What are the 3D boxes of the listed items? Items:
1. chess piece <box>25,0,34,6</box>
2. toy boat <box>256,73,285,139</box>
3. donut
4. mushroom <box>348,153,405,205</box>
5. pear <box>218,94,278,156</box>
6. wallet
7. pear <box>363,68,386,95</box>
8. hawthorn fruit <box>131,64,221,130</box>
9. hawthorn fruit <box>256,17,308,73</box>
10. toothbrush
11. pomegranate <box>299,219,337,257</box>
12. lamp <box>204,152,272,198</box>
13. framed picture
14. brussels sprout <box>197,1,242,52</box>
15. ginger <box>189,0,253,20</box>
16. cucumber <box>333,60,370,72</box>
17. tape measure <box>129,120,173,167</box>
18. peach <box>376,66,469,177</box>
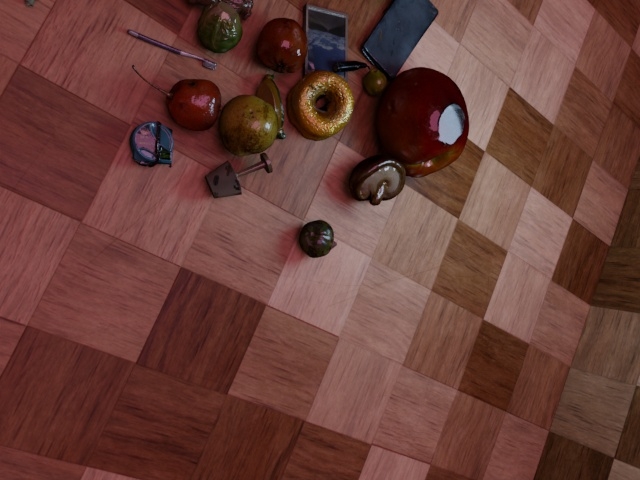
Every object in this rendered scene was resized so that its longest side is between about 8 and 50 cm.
[{"bbox_3d":[-0.803,-0.701,1.508,0.042,0.042,0.093,37,80,-24],"label":"chess piece"},{"bbox_3d":[-0.168,-0.461,1.843,0.088,0.088,0.230,-25,107,-65],"label":"toy boat"},{"bbox_3d":[0.005,-0.484,1.913,0.253,0.118,0.254,-5,106,-18],"label":"donut"},{"bbox_3d":[0.207,-0.235,1.999,0.231,0.138,0.194,4,109,-33],"label":"mushroom"},{"bbox_3d":[-0.237,-0.364,1.731,0.197,0.197,0.197,-1,93,-28],"label":"pear"},{"bbox_3d":[0.313,-0.824,2.094,0.190,0.046,0.379,39,75,-23],"label":"wallet"},{"bbox_3d":[0.209,-0.598,2.029,0.092,0.092,0.097,-26,146,-25],"label":"pear"},{"bbox_3d":[-0.446,-0.441,1.643,0.285,0.165,0.165,13,86,-30],"label":"hawthorn fruit"},{"bbox_3d":[-0.123,-0.670,1.799,0.179,0.179,0.201,20,74,-27],"label":"hawthorn fruit"},{"bbox_3d":[-0.468,-0.606,1.700,0.288,0.024,0.026,15,99,-29],"label":"toothbrush"},{"bbox_3d":[0.005,-0.002,1.919,0.163,0.125,0.138,13,73,-29],"label":"pomegranate"},{"bbox_3d":[-0.267,-0.215,1.765,0.214,0.121,0.121,-25,104,-14],"label":"lamp"},{"bbox_3d":[0.019,-0.718,1.958,0.189,0.023,0.260,0,92,-31],"label":"framed picture"},{"bbox_3d":[-0.318,-0.675,1.712,0.155,0.155,0.118,1,55,-28],"label":"brussels sprout"},{"bbox_3d":[-0.351,-0.801,1.718,0.290,0.084,0.122,5,96,-28],"label":"ginger"},{"bbox_3d":[0.122,-0.648,1.986,0.163,0.039,0.043,-17,121,-28],"label":"cucumber"},{"bbox_3d":[-0.522,-0.299,1.650,0.125,0.081,0.146,3,90,-31],"label":"tape measure"},{"bbox_3d":[0.397,-0.444,2.011,0.334,0.310,0.406,2,92,-25],"label":"peach"}]
